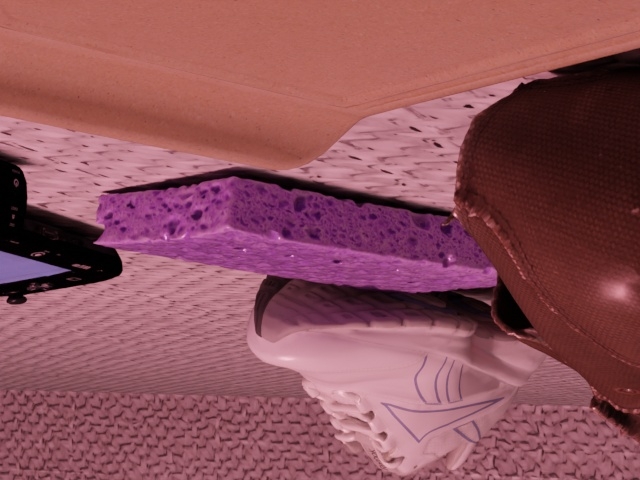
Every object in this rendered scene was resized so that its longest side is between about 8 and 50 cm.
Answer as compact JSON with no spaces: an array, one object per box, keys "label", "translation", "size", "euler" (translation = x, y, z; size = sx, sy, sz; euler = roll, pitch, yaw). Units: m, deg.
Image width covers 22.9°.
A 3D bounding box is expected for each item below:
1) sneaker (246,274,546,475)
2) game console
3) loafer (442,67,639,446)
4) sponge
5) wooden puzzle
[{"label":"sneaker","translation":[0.051,0.092,1.025],"size":[0.111,0.129,0.297],"euler":[27,-175,37]},{"label":"game console","translation":[-0.218,-0.007,0.835],"size":[0.213,0.044,0.361],"euler":[-1,171,24]},{"label":"loafer","translation":[0.145,0.011,0.644],"size":[0.130,0.134,0.366],"euler":[24,170,24]},{"label":"sponge","translation":[0.000,0.000,0.837],"size":[0.210,0.031,0.117],"euler":[10,169,-38]},{"label":"wooden puzzle","translation":[-0.019,-0.075,0.358],"size":[0.221,0.044,0.239],"euler":[10,164,-35]}]
